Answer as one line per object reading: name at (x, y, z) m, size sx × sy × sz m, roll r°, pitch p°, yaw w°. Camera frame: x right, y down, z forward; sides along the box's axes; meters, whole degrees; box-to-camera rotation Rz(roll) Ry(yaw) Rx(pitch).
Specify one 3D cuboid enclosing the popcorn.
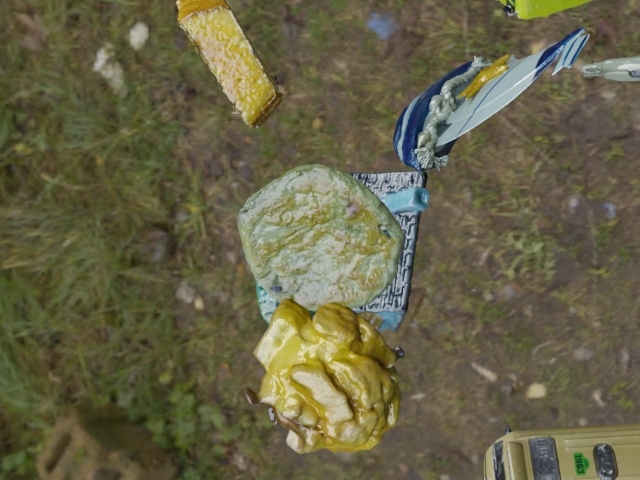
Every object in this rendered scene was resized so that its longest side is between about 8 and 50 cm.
popcorn at (0.005, 0.131, 0.998) m, size 0.167 × 0.152 × 0.148 m, roll 65°, pitch 171°, yaw -11°

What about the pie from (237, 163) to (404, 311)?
pie at (0.000, 0.000, 1.131) m, size 0.186 × 0.041 × 0.187 m, roll 6°, pitch 125°, yaw 9°

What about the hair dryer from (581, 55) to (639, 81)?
hair dryer at (0.425, -0.191, 1.238) m, size 0.224 × 0.219 × 0.088 m, roll -8°, pitch 115°, yaw 17°

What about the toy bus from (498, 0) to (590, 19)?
toy bus at (0.180, -0.315, 0.846) m, size 0.150 × 0.128 × 0.262 m, roll -116°, pitch 6°, yaw -47°

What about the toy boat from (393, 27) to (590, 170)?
toy boat at (0.212, -0.176, 1.256) m, size 0.291 × 0.220 × 0.067 m, roll -18°, pitch 119°, yaw 49°

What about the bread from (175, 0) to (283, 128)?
bread at (-0.102, -0.215, 1.248) m, size 0.065 × 0.103 × 0.187 m, roll -29°, pitch 110°, yaw 3°

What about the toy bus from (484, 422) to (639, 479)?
toy bus at (0.481, 0.418, 1.849) m, size 0.365 × 0.202 × 0.177 m, roll -4°, pitch 61°, yaw 1°

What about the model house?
model house at (0.058, 0.023, 1.615) m, size 0.241 × 0.226 × 0.261 m, roll -17°, pitch 60°, yaw 55°
